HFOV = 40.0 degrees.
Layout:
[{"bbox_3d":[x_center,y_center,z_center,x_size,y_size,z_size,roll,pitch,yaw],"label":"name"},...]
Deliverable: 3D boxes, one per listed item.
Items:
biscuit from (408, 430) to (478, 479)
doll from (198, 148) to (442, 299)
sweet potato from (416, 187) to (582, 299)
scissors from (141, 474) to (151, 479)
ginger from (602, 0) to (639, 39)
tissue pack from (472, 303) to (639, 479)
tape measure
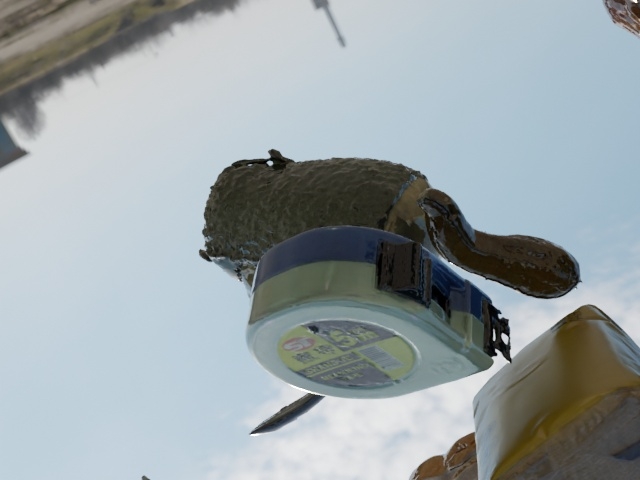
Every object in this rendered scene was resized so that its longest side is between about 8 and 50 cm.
[{"bbox_3d":[0.282,0.427,1.358,0.351,0.312,0.057,-43,-164,42],"label":"biscuit"},{"bbox_3d":[0.000,0.000,1.211,0.349,0.247,0.247,12,-146,22],"label":"doll"},{"bbox_3d":[0.202,0.010,1.036,0.081,0.233,0.062,-58,-163,28],"label":"sweet potato"},{"bbox_3d":[-0.004,0.291,0.429,0.029,0.384,0.256,-24,-166,17],"label":"scissors"},{"bbox_3d":[0.231,-0.208,0.639,0.084,0.290,0.122,-50,179,-2],"label":"ginger"},{"bbox_3d":[0.252,0.185,0.875,0.192,0.134,0.271,-44,-178,13],"label":"tissue pack"},{"bbox_3d":[-0.010,0.101,0.884,0.351,0.215,0.098,-26,-137,36],"label":"tape measure"}]
